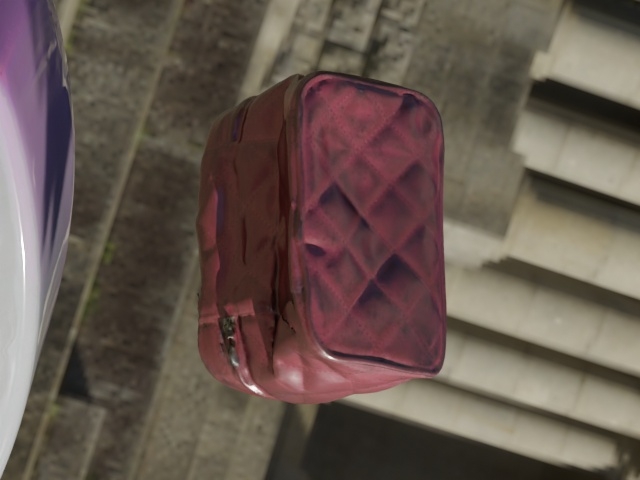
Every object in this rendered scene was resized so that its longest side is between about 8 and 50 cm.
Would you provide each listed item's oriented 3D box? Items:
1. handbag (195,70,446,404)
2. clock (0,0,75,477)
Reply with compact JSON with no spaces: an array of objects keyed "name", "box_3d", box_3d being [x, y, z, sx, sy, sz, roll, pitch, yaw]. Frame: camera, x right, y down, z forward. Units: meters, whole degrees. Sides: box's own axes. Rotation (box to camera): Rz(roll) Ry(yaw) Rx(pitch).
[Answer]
[{"name":"handbag","box_3d":[0.000,0.000,1.150,0.135,0.146,0.225,-18,-113,47]},{"name":"clock","box_3d":[-0.252,-0.013,0.609,0.102,0.338,0.339,-92,-159,-59]}]
